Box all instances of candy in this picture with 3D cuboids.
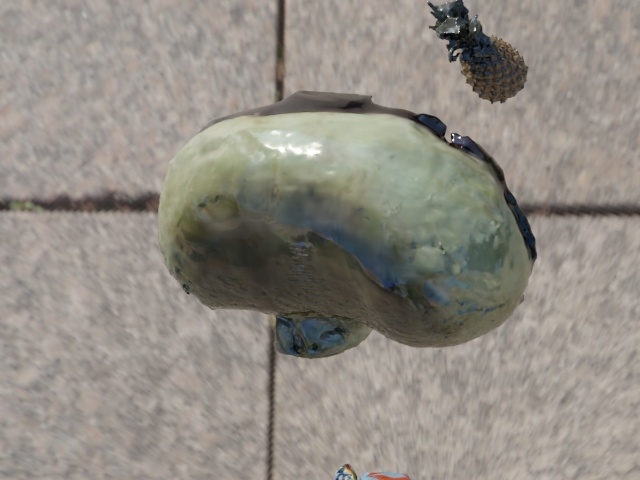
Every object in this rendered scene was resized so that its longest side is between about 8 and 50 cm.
[{"bbox_3d":[0.051,0.184,1.220,0.083,0.020,0.030,12,111,-1],"label":"candy"}]

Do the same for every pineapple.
[{"bbox_3d":[0.137,-0.169,1.426,0.058,0.124,0.058,-12,60,22],"label":"pineapple"}]

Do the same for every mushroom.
[{"bbox_3d":[0.000,0.001,1.393,0.344,0.130,0.247,18,112,25],"label":"mushroom"}]
